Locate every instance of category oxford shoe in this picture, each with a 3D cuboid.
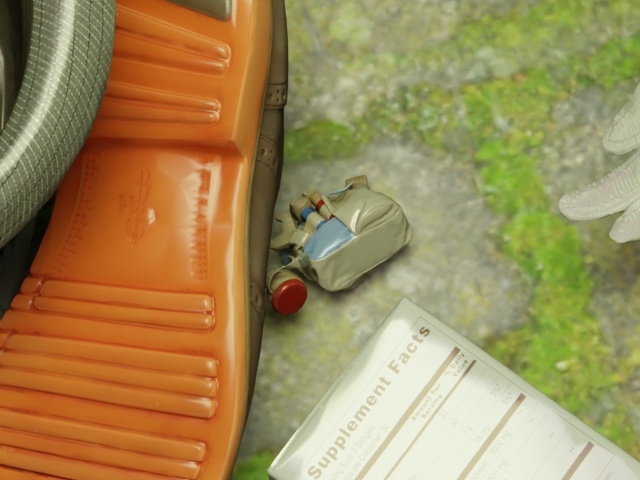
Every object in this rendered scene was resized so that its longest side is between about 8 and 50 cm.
[{"bbox_3d":[-0.070,0.027,0.917,0.130,0.133,0.364,13,93,17],"label":"oxford shoe"}]

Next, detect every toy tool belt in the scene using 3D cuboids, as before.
[{"bbox_3d":[0.000,0.000,0.964,0.083,0.052,0.051,-34,43,-12],"label":"toy tool belt"}]

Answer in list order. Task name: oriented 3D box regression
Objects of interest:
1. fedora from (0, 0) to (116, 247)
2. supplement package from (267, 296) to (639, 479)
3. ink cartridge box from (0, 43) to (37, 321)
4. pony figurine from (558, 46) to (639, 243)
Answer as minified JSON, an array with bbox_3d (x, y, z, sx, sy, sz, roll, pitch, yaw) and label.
[{"bbox_3d":[-0.205,-0.098,0.832,0.243,0.124,0.275,-16,81,-2],"label":"fedora"},{"bbox_3d":[0.078,0.127,0.885,0.179,0.105,0.105,35,76,13],"label":"supplement package"},{"bbox_3d":[-0.244,-0.054,0.947,0.207,0.117,0.283,10,73,5],"label":"ink cartridge box"},{"bbox_3d":[0.190,-0.222,0.891,0.363,0.351,0.303,-14,49,-32],"label":"pony figurine"}]
